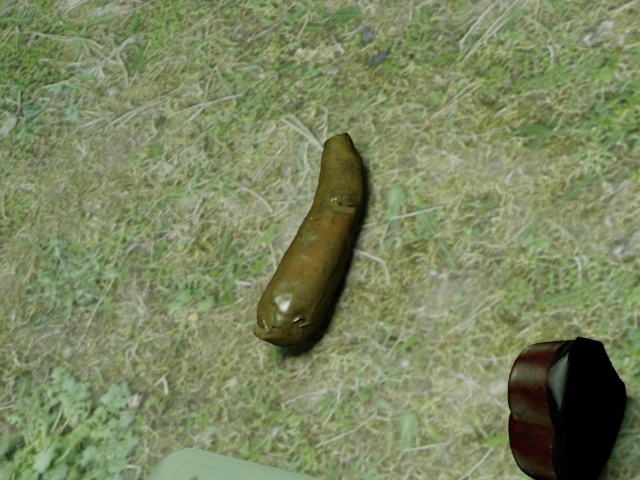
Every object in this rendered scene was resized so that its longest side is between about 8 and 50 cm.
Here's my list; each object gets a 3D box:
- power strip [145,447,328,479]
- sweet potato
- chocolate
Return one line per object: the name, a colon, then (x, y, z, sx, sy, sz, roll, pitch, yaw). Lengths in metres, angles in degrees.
power strip: (-0.102, 0.345, 1.827, 0.229, 0.141, 0.261, 8, 47, 35)
sweet potato: (0.000, 0.000, 2.048, 0.075, 0.075, 0.273, 1, 54, 33)
chocolate: (0.219, 0.147, 1.759, 0.080, 0.149, 0.125, 5, 21, 36)
